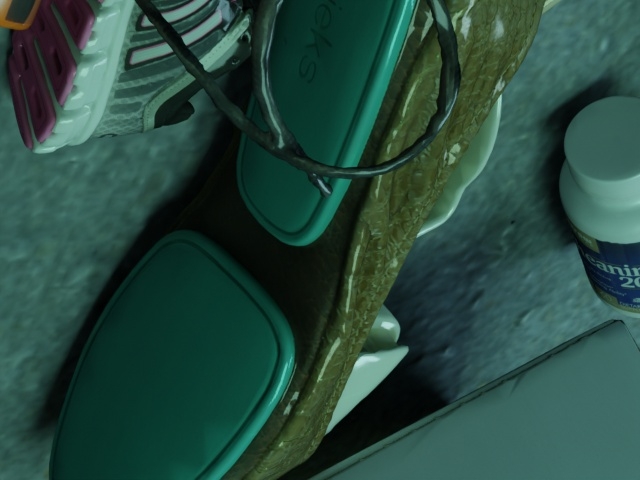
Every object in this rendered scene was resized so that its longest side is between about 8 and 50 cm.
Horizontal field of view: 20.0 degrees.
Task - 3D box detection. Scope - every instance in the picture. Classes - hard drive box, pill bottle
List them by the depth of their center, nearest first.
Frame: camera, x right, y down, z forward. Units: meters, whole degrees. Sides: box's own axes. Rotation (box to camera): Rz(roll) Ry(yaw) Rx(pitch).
[{"bbox_3d":[0.037,0.142,0.869,0.232,0.089,0.181,-25,172,-29],"label":"hard drive box"},{"bbox_3d":[0.154,-0.017,0.890,0.067,0.067,0.120,-34,144,-3],"label":"pill bottle"}]

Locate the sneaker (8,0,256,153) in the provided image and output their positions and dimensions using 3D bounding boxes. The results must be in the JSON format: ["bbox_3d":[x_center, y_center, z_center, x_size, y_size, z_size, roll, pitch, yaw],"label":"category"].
[{"bbox_3d":[-0.050,-0.099,0.635,0.074,0.063,0.170,-3,138,-37],"label":"sneaker"}]

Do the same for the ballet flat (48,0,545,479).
[{"bbox_3d":[0.000,0.000,0.756,0.124,0.116,0.342,-2,127,-44],"label":"ballet flat"}]

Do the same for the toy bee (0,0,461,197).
[{"bbox_3d":[-0.135,-0.094,0.511,0.195,0.162,0.298,-48,114,-1],"label":"toy bee"}]

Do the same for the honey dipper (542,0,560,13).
[{"bbox_3d":[0.100,-0.107,0.782,0.160,0.030,0.030,-36,145,6],"label":"honey dipper"}]
